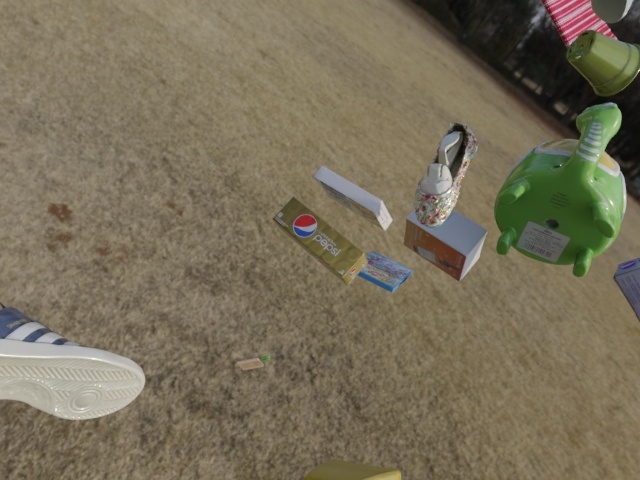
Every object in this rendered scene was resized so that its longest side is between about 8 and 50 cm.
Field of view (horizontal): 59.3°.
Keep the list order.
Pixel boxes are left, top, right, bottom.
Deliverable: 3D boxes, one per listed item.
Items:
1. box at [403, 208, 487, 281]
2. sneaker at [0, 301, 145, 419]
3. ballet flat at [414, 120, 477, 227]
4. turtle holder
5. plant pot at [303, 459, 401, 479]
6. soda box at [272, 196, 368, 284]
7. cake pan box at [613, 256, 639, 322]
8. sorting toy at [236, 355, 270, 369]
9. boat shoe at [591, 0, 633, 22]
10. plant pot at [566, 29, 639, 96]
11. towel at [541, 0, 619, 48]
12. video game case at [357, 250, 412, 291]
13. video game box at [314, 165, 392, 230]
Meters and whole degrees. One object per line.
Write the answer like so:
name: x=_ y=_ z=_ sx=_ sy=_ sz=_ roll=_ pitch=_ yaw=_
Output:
box: x=0.297 y=-0.005 z=1.356 sx=0.170 sy=0.091 sz=0.130 roll=35 pitch=-23 yaw=24
sneaker: x=-0.433 y=0.170 z=0.852 sx=0.350 sy=0.131 sz=0.148 roll=29 pitch=11 yaw=-45
ballet flat: x=0.230 y=-0.134 z=1.062 sx=0.241 sy=0.091 sz=0.077 roll=-63 pitch=144 yaw=-31
turtle holder: x=0.481 y=-0.110 z=1.133 sx=0.227 sy=0.243 sz=0.320 roll=-54 pitch=130 yaw=-33
plant pot: x=0.058 y=0.669 z=1.402 sx=0.187 sy=0.212 sz=0.212 roll=31 pitch=60 yaw=-51
soda box: x=0.000 y=0.000 z=1.038 sx=0.181 sy=0.061 sz=0.058 roll=39 pitch=-8 yaw=21
cake pan box: x=0.766 y=0.128 z=1.107 sx=0.266 sy=0.246 sz=0.070 roll=56 pitch=43 yaw=-4
sorting toy: x=-0.164 y=0.306 z=1.411 sx=0.062 sy=0.083 sz=0.012 roll=75 pitch=4 yaw=-61
boat shoe: x=0.504 y=-0.428 z=0.908 sx=0.065 sy=0.083 sz=0.183 roll=47 pitch=3 yaw=14
plant pot: x=0.406 y=-0.265 z=0.820 sx=0.079 sy=0.083 sz=0.083 roll=22 pitch=27 yaw=-19
towel: x=0.684 y=-0.594 z=1.493 sx=0.199 sy=0.031 sz=0.274 roll=-33 pitch=93 yaw=-30
video game case: x=0.150 y=0.073 z=1.375 sx=0.119 sy=0.015 sz=0.166 roll=25 pitch=21 yaw=18
video game box: x=0.094 y=-0.116 z=1.576 sx=0.205 sy=0.048 sz=0.187 roll=33 pitch=-1 yaw=21
